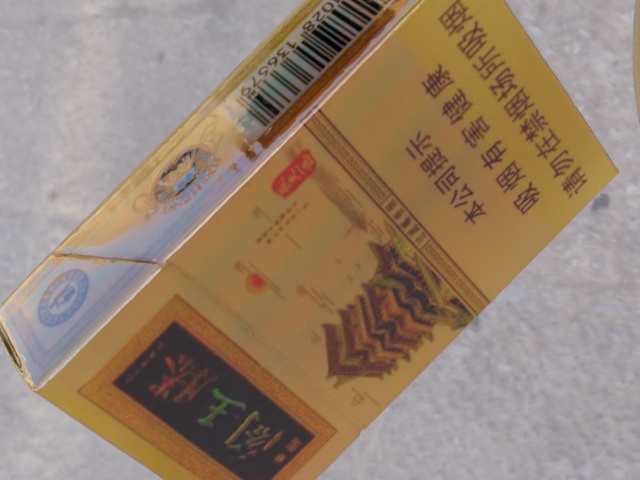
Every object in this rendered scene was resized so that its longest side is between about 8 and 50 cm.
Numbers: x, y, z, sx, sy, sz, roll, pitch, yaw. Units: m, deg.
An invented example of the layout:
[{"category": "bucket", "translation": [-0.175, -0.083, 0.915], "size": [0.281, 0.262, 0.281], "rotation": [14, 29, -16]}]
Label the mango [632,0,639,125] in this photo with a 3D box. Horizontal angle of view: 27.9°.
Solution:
[{"category": "mango", "translation": [0.429, -0.213, 1.156], "size": [0.232, 0.300, 0.446], "rotation": [-128, 37, -67]}]

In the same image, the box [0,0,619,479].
[{"category": "box", "translation": [0.000, 0.000, 0.637], "size": [0.274, 0.174, 0.076], "rotation": [-45, 40, -1]}]
